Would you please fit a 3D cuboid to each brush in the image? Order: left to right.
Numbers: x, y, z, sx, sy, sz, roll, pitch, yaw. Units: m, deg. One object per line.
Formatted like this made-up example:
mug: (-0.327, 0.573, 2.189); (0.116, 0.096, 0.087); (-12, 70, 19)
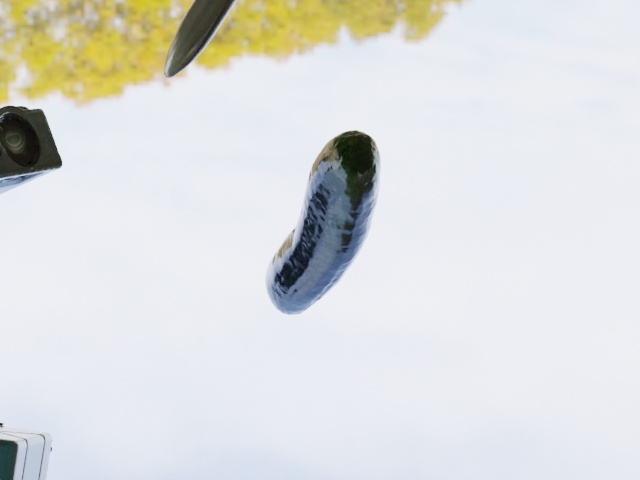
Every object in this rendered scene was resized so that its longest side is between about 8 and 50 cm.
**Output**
brush: (-0.010, -0.215, 0.831); (0.042, 0.299, 0.039); (27, -161, -22)

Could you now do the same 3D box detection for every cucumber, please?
cucumber: (0.000, 0.000, 0.965); (0.056, 0.284, 0.056); (4, -113, -9)

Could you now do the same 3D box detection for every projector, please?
projector: (-0.284, -0.056, 1.049); (0.115, 0.061, 0.147); (-18, -179, 31)

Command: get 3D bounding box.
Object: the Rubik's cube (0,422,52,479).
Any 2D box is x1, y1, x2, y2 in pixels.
Rubik's cube: (-0.361, 0.280, 1.356); (0.265, 0.213, 0.224); (7, 174, 2)
